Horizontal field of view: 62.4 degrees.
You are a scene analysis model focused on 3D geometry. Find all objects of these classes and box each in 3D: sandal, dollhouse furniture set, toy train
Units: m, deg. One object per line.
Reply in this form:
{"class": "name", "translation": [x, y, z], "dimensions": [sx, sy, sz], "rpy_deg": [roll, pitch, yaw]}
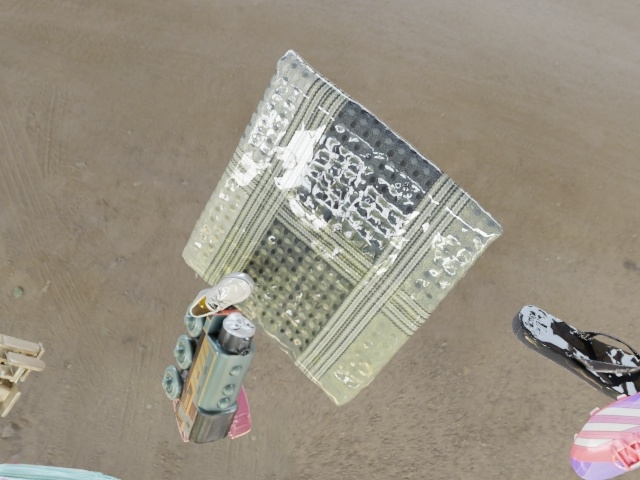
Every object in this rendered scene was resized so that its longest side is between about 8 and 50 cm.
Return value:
{"class": "sandal", "translation": [0.423, 0.176, 0.814], "dimensions": [0.254, 0.054, 0.097], "rpy_deg": [25, 43, -1]}
{"class": "dollhouse furniture set", "translation": [-0.810, 0.358, 1.385], "dimensions": [0.242, 0.161, 0.212], "rpy_deg": [36, 91, 44]}
{"class": "toy train", "translation": [-0.236, 0.277, 1.160], "dimensions": [0.142, 0.334, 0.190], "rpy_deg": [5, 26, -41]}

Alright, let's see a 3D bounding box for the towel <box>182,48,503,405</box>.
{"class": "towel", "translation": [0.000, 0.000, 0.636], "dimensions": [0.312, 0.324, 0.056], "rpy_deg": [41, 30, 11]}

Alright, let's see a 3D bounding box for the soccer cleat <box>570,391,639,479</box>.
{"class": "soccer cleat", "translation": [0.416, 0.230, 0.647], "dimensions": [0.083, 0.095, 0.248], "rpy_deg": [39, 110, -11]}

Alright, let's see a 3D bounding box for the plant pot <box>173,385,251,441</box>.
{"class": "plant pot", "translation": [-0.317, 0.483, 1.514], "dimensions": [0.180, 0.201, 0.201], "rpy_deg": [-13, 67, -24]}

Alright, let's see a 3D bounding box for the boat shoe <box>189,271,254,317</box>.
{"class": "boat shoe", "translation": [-0.117, 0.067, 0.612], "dimensions": [0.035, 0.100, 0.035], "rpy_deg": [54, 38, -18]}

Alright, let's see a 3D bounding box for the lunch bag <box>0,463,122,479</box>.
{"class": "lunch bag", "translation": [-0.422, 0.425, 0.799], "dimensions": [0.224, 0.279, 0.108], "rpy_deg": [18, 48, -27]}
